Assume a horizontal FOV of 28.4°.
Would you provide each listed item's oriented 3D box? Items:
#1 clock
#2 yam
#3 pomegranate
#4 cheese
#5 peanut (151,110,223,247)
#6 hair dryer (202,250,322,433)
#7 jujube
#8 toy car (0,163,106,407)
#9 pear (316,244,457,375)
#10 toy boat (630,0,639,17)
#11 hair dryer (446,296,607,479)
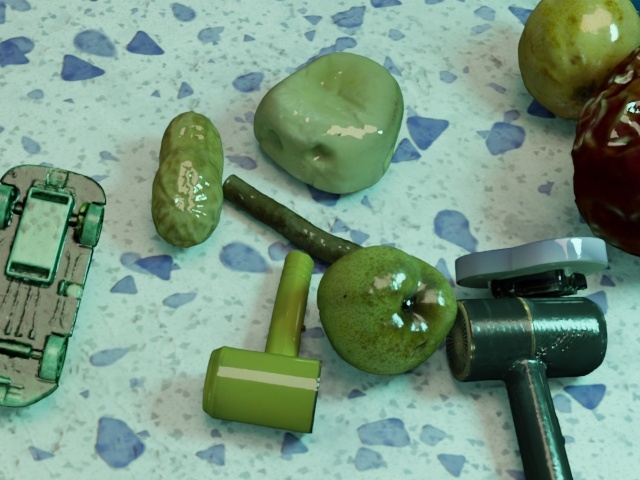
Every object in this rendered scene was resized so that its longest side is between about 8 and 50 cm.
[{"bbox_3d":[0.281,0.045,1.637,0.198,0.172,0.064,-11,76,32],"label":"clock"},{"bbox_3d":[0.000,0.000,1.704,0.326,0.045,0.045,32,12,20],"label":"yam"},{"bbox_3d":[0.397,-0.282,1.902,0.207,0.207,0.207,4,48,-4],"label":"pomegranate"},{"bbox_3d":[0.015,-0.173,1.812,0.217,0.117,0.235,-4,46,-9],"label":"cheese"},{"bbox_3d":[-0.177,-0.087,1.717,0.095,0.108,0.226,1,46,0],"label":"peanut"},{"bbox_3d":[-0.057,0.115,1.578,0.134,0.090,0.279,8,42,3],"label":"hair dryer"},{"bbox_3d":[0.497,-0.134,1.730,0.276,0.276,0.377,34,62,21],"label":"jujube"},{"bbox_3d":[-0.355,0.061,1.551,0.136,0.125,0.306,12,70,-3],"label":"toy car"},{"bbox_3d":[0.079,0.084,1.558,0.167,0.136,0.167,1,87,-23],"label":"pear"},{"bbox_3d":[0.520,-0.398,2.056,0.299,0.062,0.096,-39,57,-13],"label":"toy boat"},{"bbox_3d":[0.277,0.226,1.519,0.189,0.107,0.352,-2,57,-11],"label":"hair dryer"}]
